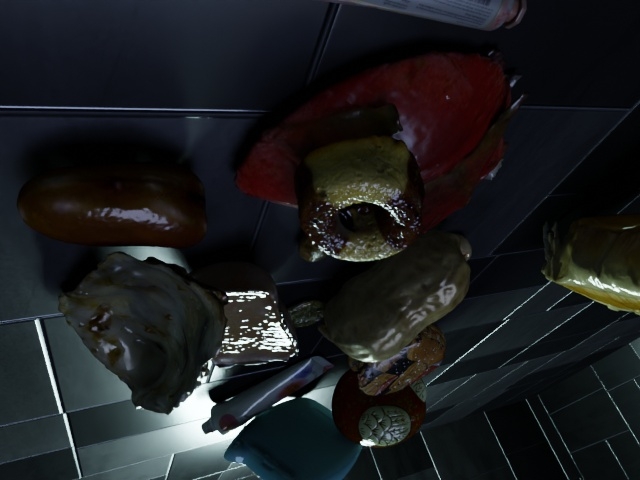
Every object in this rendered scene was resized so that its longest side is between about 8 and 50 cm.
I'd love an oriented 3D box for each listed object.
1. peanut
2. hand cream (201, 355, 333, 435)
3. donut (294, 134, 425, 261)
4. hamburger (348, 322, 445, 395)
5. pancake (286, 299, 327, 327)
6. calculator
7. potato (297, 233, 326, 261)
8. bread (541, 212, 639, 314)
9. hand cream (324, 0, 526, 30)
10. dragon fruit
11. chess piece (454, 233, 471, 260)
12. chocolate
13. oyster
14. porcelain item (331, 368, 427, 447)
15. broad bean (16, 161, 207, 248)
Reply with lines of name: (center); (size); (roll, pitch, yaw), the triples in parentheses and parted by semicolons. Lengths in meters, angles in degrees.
peanut: (0.116, 0.106, 0.831); (0.143, 0.159, 0.291); (37, 122, -23)
hand cream: (-0.129, 0.366, 1.205); (0.340, 0.078, 0.124); (-29, 149, 4)
donut: (0.040, -0.035, 0.496); (0.140, 0.059, 0.141); (0, 142, 0)
hamburger: (0.174, 0.256, 1.152); (0.230, 0.107, 0.231); (-9, 132, -11)
pancake: (-0.033, 0.136, 0.932); (0.107, 0.017, 0.108); (-16, 153, -8)
calculator: (-0.042, 0.491, 1.259); (0.386, 0.256, 0.055); (-2, 116, -62)
potato: (0.000, 0.000, 0.706); (0.051, 0.040, 0.083); (2, 142, -27)
bread: (0.566, 0.033, 0.860); (0.235, 0.183, 0.388); (21, 178, -20)
hand cream: (0.081, -0.210, 0.422); (0.209, 0.043, 0.067); (2, 141, -26)
dragon fruit: (0.102, -0.090, 0.577); (0.343, 0.100, 0.282); (8, 135, -42)
chess piece: (0.219, 0.023, 0.888); (0.083, 0.038, 0.084); (-15, 151, -8)
chocolate: (-0.117, 0.104, 0.759); (0.160, 0.083, 0.262); (-2, 146, 4)
oyster: (-0.231, 0.116, 0.659); (0.111, 0.204, 0.396); (-47, -178, -40)
porcelain item: (0.144, 0.388, 1.303); (0.252, 0.253, 0.253); (-16, 150, -9)
broad bean: (-0.193, -0.032, 0.489); (0.165, 0.085, 0.114); (-6, 152, -15)
